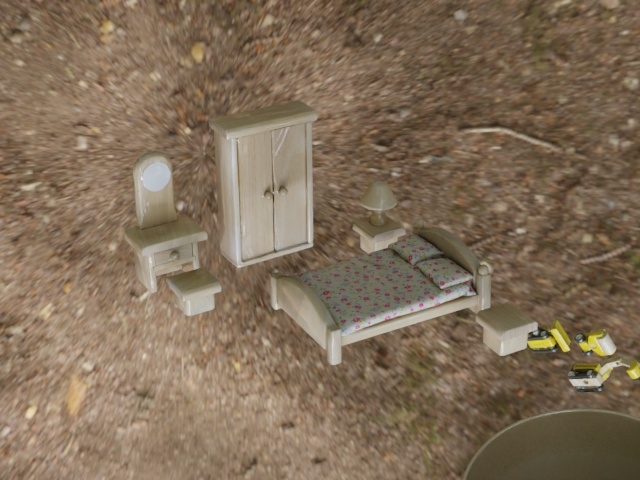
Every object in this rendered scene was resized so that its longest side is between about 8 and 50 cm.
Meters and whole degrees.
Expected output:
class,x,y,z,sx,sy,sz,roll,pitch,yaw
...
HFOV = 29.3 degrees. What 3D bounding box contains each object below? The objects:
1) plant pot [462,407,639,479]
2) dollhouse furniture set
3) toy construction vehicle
class,x,y,z,sx,sy,sz,roll,pitch,yaw
plant pot,0.310,0.362,1.426,0.284,0.284,0.191,-11,123,-4
dollhouse furniture set,0.000,0.000,1.274,0.303,0.355,0.174,-16,121,-26
toy construction vehicle,0.269,0.113,1.252,0.086,0.098,0.035,52,53,-21
